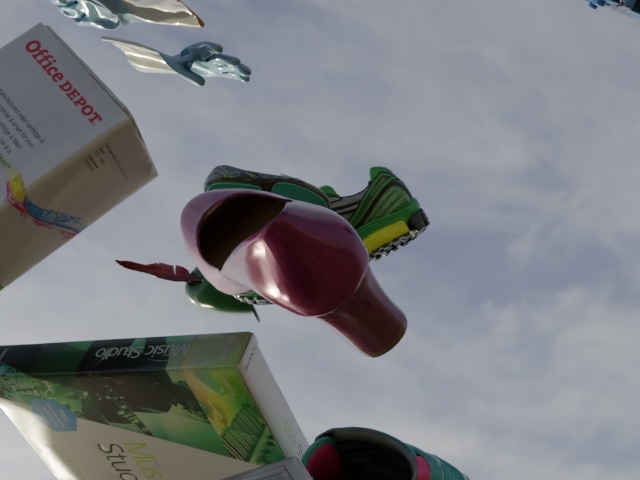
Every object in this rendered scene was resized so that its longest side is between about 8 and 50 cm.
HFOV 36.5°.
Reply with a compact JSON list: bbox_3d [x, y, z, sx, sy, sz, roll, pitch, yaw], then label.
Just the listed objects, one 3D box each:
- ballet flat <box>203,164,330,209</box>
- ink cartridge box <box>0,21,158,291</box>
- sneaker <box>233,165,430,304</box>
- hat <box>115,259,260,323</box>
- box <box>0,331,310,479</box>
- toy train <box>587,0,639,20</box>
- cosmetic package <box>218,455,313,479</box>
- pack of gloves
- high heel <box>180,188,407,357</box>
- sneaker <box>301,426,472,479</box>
[{"bbox_3d":[-0.078,-0.079,1.438,0.189,0.070,0.070,10,-48,-11],"label":"ballet flat"},{"bbox_3d":[-0.351,-0.080,1.066,0.278,0.201,0.117,-38,-29,-12],"label":"ink cartridge box"},{"bbox_3d":[0.000,0.000,1.597,0.344,0.146,0.134,-29,-9,5],"label":"sneaker"},{"bbox_3d":[-0.231,0.104,1.736,0.184,0.208,0.173,-28,-57,-6],"label":"hat"},{"bbox_3d":[-0.184,0.204,1.074,0.322,0.058,0.232,-7,-51,22],"label":"box"},{"bbox_3d":[0.383,-0.313,1.187,0.105,0.184,0.080,23,-75,5],"label":"toy train"},{"bbox_3d":[-0.043,0.256,0.627,0.160,0.309,0.113,-17,-83,-10],"label":"cosmetic package"},{"bbox_3d":[-0.204,-0.224,1.108,0.195,0.232,0.046,33,-106,-47],"label":"pack of gloves"},{"bbox_3d":[-0.071,-0.021,0.939,0.127,0.377,0.181,-52,-52,-13],"label":"high heel"},{"bbox_3d":[0.005,0.289,1.007,0.296,0.123,0.178,-27,-46,13],"label":"sneaker"}]
